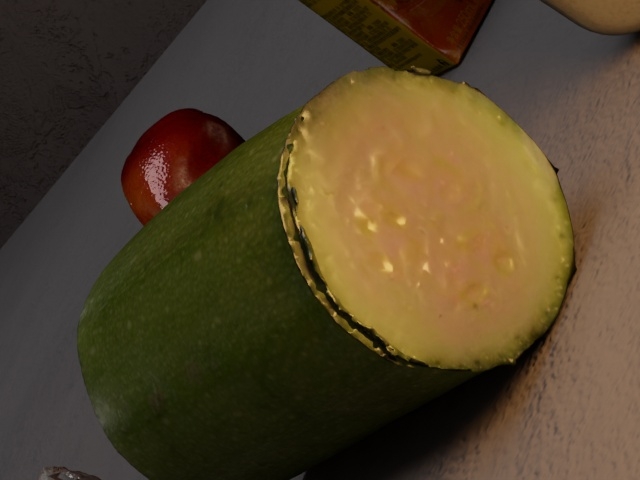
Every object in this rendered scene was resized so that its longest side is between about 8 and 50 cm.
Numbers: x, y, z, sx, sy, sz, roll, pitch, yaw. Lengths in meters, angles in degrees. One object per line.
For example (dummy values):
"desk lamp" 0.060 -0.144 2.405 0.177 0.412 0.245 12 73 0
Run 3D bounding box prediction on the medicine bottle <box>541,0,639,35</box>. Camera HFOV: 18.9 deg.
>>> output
"medicine bottle" 0.184 -0.342 1.544 0.282 0.375 0.123 -47 19 30

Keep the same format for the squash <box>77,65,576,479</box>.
"squash" -0.007 0.041 1.557 0.384 0.263 0.263 -35 25 53

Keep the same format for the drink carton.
"drink carton" 0.020 -0.333 2.090 0.154 0.351 0.111 -61 16 -22

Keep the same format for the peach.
"peach" -0.170 -0.087 2.451 0.159 0.154 0.267 -47 -3 12

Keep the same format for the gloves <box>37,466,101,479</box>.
"gloves" -0.247 0.292 1.994 0.094 0.144 0.110 -56 37 -4
